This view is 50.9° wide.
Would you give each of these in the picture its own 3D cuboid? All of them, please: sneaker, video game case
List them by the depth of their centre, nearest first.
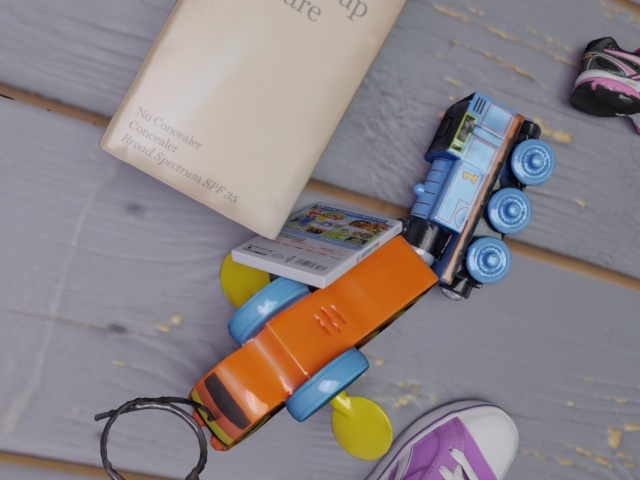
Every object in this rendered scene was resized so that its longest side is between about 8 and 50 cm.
[{"bbox_3d":[0.000,0.000,0.543,0.122,0.087,0.011,-33,129,-49],"label":"video game case"},{"bbox_3d":[0.088,0.253,0.565,0.282,0.161,0.102,-37,100,-15],"label":"sneaker"},{"bbox_3d":[0.340,-0.158,0.684,0.178,0.072,0.077,16,76,-23],"label":"sneaker"}]

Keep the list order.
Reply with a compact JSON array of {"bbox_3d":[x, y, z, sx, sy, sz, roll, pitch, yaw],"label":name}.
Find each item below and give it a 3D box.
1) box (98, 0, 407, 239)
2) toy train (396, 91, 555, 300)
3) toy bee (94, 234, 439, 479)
[{"bbox_3d":[-0.029,-0.173,0.515,0.148,0.121,0.311,27,92,-15],"label":"box"},{"bbox_3d":[0.137,-0.040,0.619,0.105,0.080,0.184,26,86,-7],"label":"toy train"},{"bbox_3d":[-0.046,0.098,0.543,0.298,0.162,0.195,-6,62,-29],"label":"toy bee"}]
